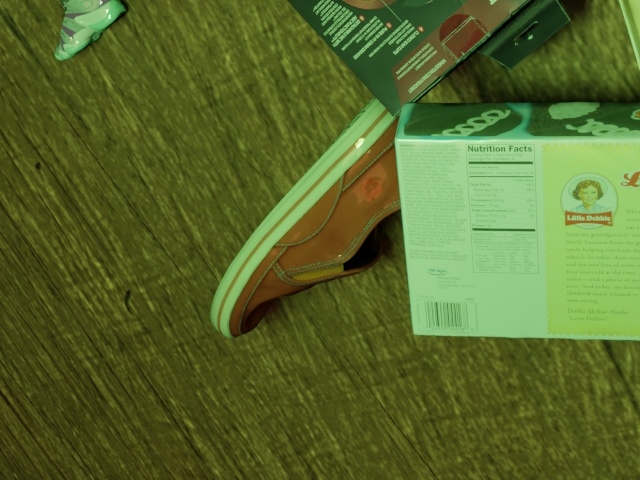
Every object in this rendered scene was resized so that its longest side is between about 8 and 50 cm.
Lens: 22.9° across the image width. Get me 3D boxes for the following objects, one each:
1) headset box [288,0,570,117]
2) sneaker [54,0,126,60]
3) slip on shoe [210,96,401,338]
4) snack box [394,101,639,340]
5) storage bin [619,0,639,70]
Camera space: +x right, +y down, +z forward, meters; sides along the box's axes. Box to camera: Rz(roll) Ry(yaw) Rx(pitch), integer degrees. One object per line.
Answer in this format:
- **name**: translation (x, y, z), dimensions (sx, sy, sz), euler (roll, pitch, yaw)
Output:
- **headset box**: translation (0.062, -0.250, 1.183), dimensions (0.293, 0.110, 0.218), euler (47, 137, -3)
- **sneaker**: translation (-0.231, -0.216, 1.479), dimensions (0.098, 0.038, 0.069), euler (-33, 98, 36)
- **slip on shoe**: translation (0.000, 0.000, 1.419), dimensions (0.101, 0.123, 0.331), euler (41, 132, -2)
- **snack box**: translation (0.224, -0.013, 1.207), dimensions (0.322, 0.060, 0.187), euler (1, 125, 12)
- **storage bin**: translation (0.314, -0.238, 0.999), dimensions (0.262, 0.123, 0.260), euler (-3, 119, 37)
